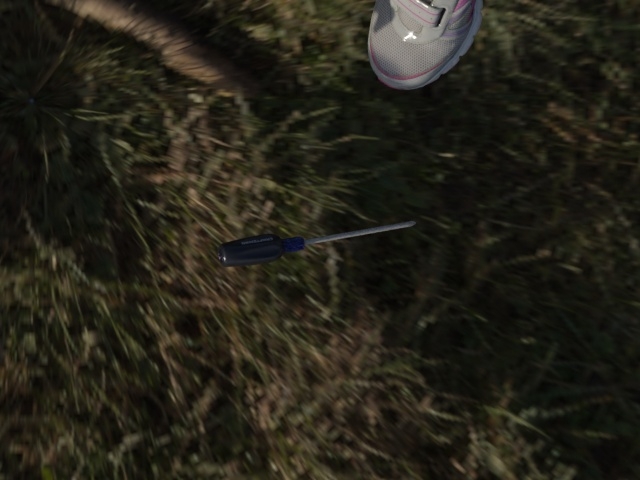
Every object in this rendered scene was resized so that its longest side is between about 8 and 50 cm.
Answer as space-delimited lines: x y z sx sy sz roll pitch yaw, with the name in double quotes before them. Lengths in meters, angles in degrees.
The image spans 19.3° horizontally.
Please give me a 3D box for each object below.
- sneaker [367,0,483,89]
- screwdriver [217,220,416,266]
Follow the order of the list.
"sneaker" 0.103 -0.252 1.710 0.103 0.111 0.252 31 111 19
"screwdriver" 0.000 0.000 1.499 0.169 0.025 0.024 -8 105 -15
